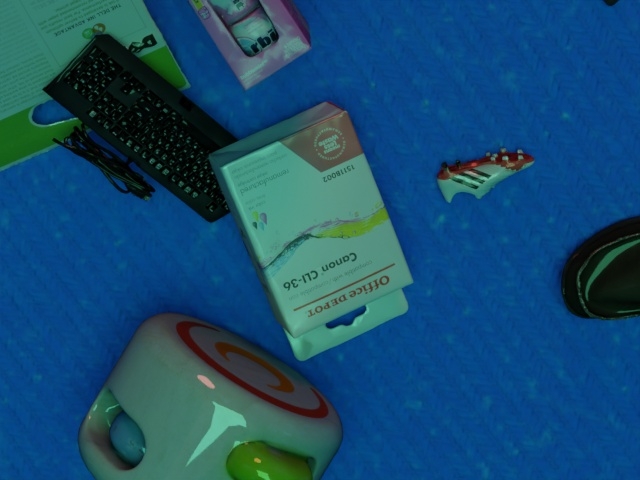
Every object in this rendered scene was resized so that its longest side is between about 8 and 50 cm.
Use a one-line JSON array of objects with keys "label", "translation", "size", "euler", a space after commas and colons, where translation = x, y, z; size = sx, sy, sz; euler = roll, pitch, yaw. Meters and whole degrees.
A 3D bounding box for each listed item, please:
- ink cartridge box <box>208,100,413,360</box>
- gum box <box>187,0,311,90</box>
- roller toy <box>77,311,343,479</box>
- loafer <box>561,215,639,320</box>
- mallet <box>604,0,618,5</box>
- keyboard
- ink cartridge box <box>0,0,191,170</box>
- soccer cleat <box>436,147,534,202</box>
[{"label": "ink cartridge box", "translation": [0.000, 0.000, 1.648], "size": [0.115, 0.067, 0.198], "euler": [-25, 107, -8]}, {"label": "gum box", "translation": [-0.062, -0.187, 1.561], "size": [0.062, 0.188, 0.107], "euler": [-33, 101, 5]}, {"label": "roller toy", "translation": [-0.093, 0.163, 1.631], "size": [0.191, 0.209, 0.146], "euler": [32, 100, 6]}, {"label": "loafer", "translation": [0.308, 0.015, 1.667], "size": [0.220, 0.078, 0.080], "euler": [-18, 101, 2]}, {"label": "mallet", "translation": [0.168, -0.253, 1.634], "size": [0.062, 0.039, 0.190], "euler": [-42, 103, 5]}, {"label": "keyboard", "translation": [-0.139, -0.076, 1.632], "size": [0.192, 0.038, 0.100], "euler": [39, 106, -24]}, {"label": "ink cartridge box", "translation": [-0.242, -0.200, 1.611], "size": [0.188, 0.097, 0.255], "euler": [-24, 135, 3]}, {"label": "soccer cleat", "translation": [0.139, -0.054, 1.676], "size": [0.083, 0.029, 0.036], "euler": [-12, 110, 4]}]
